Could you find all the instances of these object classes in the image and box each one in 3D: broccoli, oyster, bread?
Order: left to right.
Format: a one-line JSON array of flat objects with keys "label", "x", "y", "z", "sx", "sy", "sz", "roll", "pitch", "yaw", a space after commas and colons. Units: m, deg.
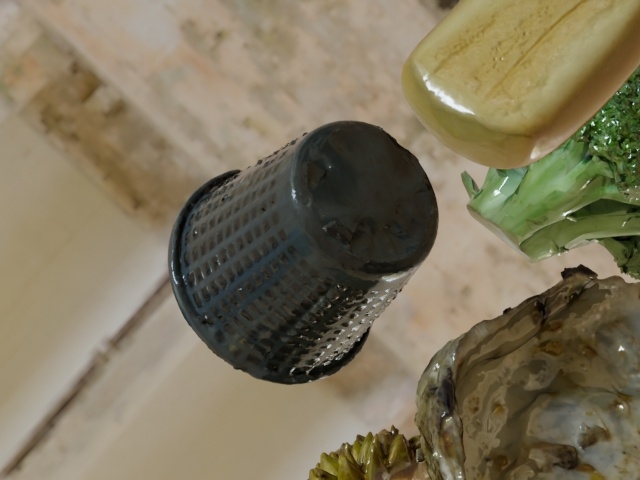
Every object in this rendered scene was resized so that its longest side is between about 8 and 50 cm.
[{"label": "bread", "x": 0.166, "y": -0.142, "z": 1.320, "sx": 0.147, "sy": 0.217, "sz": 0.098, "roll": 35, "pitch": 157, "yaw": 29}, {"label": "oyster", "x": 0.155, "y": 0.121, "z": 1.080, "sx": 0.166, "sy": 0.294, "sz": 0.094, "roll": 53, "pitch": 142, "yaw": 15}, {"label": "broccoli", "x": 0.288, "y": -0.113, "z": 1.706, "sx": 0.321, "sy": 0.310, "sz": 0.413, "roll": 8, "pitch": -167, "yaw": -25}]

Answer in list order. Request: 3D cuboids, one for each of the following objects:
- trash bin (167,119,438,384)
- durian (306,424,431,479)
[{"label": "trash bin", "x": 0.000, "y": 0.000, "z": 1.224, "sx": 0.175, "sy": 0.175, "sz": 0.161, "roll": 43, "pitch": 144, "yaw": -7}, {"label": "durian", "x": -0.022, "y": 0.268, "z": 1.288, "sx": 0.112, "sy": 0.191, "sz": 0.341, "roll": 50, "pitch": 141, "yaw": 35}]
